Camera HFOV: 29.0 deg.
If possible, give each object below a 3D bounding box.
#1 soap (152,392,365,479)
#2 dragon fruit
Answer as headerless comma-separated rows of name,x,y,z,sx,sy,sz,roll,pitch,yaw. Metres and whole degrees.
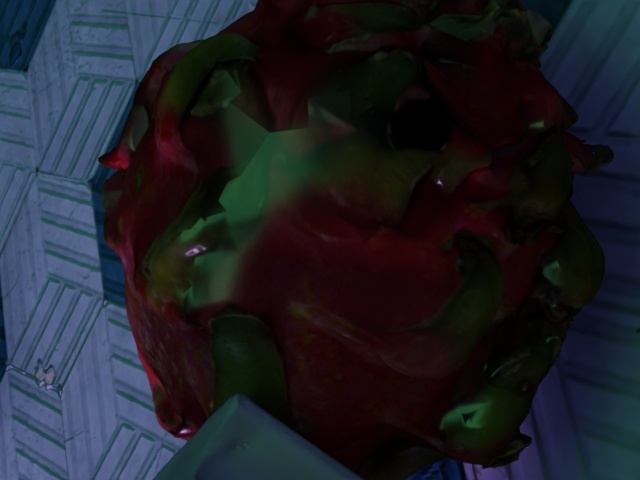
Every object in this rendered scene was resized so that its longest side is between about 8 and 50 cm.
soap,0.020,0.206,0.553,0.160,0.265,0.087,-49,9,33
dragon fruit,0.012,0.001,0.622,0.231,0.237,0.302,-116,34,-59
